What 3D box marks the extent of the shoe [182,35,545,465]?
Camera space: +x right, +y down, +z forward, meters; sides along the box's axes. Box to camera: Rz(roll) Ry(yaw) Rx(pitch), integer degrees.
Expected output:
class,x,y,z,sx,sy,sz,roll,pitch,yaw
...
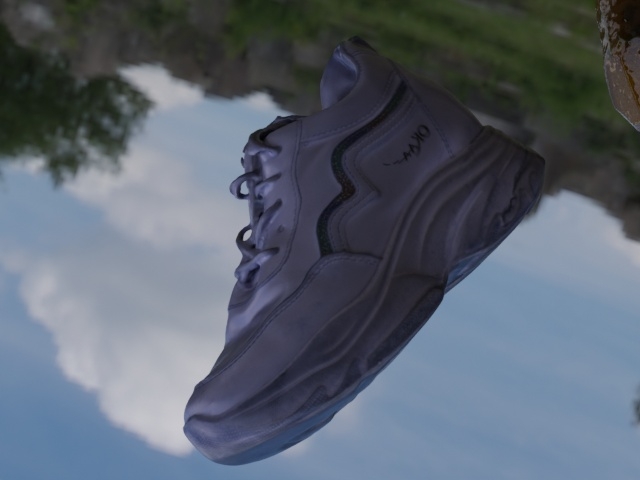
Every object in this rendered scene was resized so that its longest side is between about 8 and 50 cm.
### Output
class,x,y,z,sx,sy,sz,roll,pitch,yaw
shoe,0.000,0.000,0.846,0.137,0.245,0.095,42,151,7

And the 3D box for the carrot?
class,x,y,z,sx,sy,sz,roll,pitch,yaw
carrot,0.190,-0.217,1.014,0.066,0.314,0.066,-3,163,-1
